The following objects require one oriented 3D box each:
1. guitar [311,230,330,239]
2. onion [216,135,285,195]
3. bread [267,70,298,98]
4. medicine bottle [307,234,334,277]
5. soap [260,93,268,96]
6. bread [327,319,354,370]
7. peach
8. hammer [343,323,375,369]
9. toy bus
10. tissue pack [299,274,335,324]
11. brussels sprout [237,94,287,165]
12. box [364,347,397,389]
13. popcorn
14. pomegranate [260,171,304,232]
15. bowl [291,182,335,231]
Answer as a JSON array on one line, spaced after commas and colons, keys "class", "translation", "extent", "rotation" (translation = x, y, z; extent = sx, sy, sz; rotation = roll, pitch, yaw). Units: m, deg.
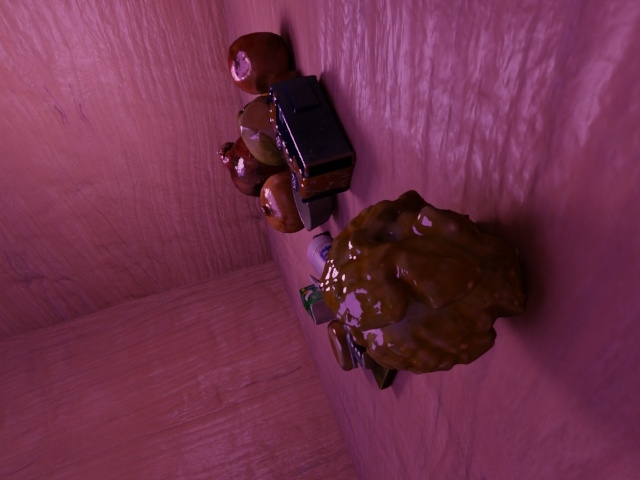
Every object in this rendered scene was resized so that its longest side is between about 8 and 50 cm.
[{"class": "guitar", "translation": [-0.002, 0.001, 1.709], "extent": [0.271, 0.038, 0.084], "rotation": [-167, 63, -76]}, {"class": "onion", "translation": [-0.315, -0.393, 2.070], "extent": [0.353, 0.353, 0.354], "rotation": [164, 90, -78]}, {"class": "bread", "translation": [-0.109, -0.482, 1.370], "extent": [0.086, 0.125, 0.156], "rotation": [52, -166, -74]}, {"class": "medicine bottle", "translation": [0.047, 0.080, 1.371], "extent": [0.341, 0.130, 0.131], "rotation": [-132, 28, -65]}, {"class": "soap", "translation": [-0.197, -0.572, 1.755], "extent": [0.140, 0.073, 0.232], "rotation": [88, 161, -54]}, {"class": "bread", "translation": [0.096, 0.408, 1.638], "extent": [0.213, 0.104, 0.214], "rotation": [159, 90, -80]}, {"class": "peach", "translation": [-0.200, -0.627, 1.441], "extent": [0.235, 0.214, 0.215], "rotation": [-9, 98, 44]}, {"class": "hammer", "translation": [0.132, 0.376, 1.380], "extent": [0.226, 0.041, 0.159], "rotation": [-166, 61, -78]}, {"class": "toy bus", "translation": [-0.034, -0.296, 1.181], "extent": [0.194, 0.161, 0.324], "rotation": [102, 148, -66]}, {"class": "tissue pack", "translation": [0.003, 0.228, 1.718], "extent": [0.209, 0.147, 0.156], "rotation": [-146, 40, -72]}, {"class": "brussels sprout", "translation": [-0.170, -0.409, 1.517], "extent": [0.260, 0.227, 0.294], "rotation": [62, -165, 10]}, {"class": "box", "translation": [0.185, 0.332, 1.280], "extent": [0.311, 0.043, 0.173], "rotation": [91, 160, -53]}, {"class": "popcorn", "translation": [0.136, 0.054, 0.615], "extent": [0.282, 0.247, 0.282], "rotation": [39, -175, -4]}, {"class": "pomegranate", "translation": [-0.133, -0.151, 1.649], "extent": [0.248, 0.247, 0.249], "rotation": [164, 90, -78]}, {"class": "bowl", "translation": [-0.018, -0.143, 1.416], "extent": [0.211, 0.111, 0.212], "rotation": [165, 90, -78]}]
